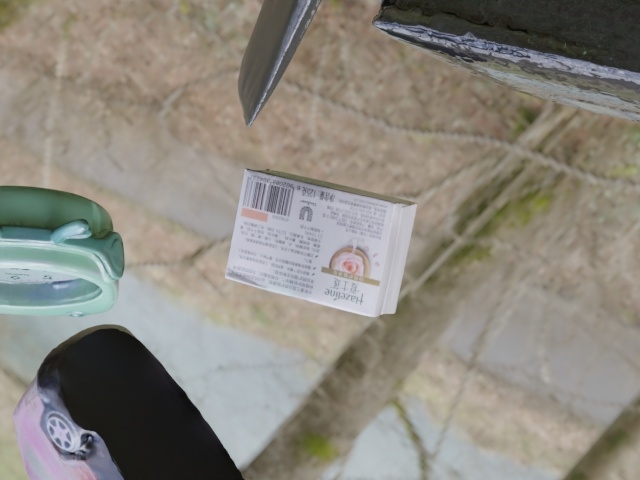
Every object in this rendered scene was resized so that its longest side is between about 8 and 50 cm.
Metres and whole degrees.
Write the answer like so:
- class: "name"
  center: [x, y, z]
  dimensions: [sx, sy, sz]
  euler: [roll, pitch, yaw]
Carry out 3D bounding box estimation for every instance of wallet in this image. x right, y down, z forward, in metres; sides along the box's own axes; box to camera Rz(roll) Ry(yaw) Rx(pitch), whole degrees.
- class: "wallet"
  center: [-0.037, -0.256, 1.758]
  dimensions: [0.052, 0.245, 0.168]
  euler: [19, -157, -15]

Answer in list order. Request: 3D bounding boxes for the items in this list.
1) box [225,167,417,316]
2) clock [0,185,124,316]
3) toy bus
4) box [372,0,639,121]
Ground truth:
- class: "box"
  center: [0.000, 0.000, 1.790]
  dimensions: [0.199, 0.135, 0.081]
  euler: [15, -172, 24]
- class: "clock"
  center: [-0.223, 0.006, 1.163]
  dimensions: [0.159, 0.066, 0.211]
  euler: [4, 164, -15]
- class: "toy bus"
  center: [-0.163, 0.231, 1.443]
  dimensions: [0.302, 0.127, 0.147]
  euler: [53, 138, 4]
- class: "box"
  center: [0.258, -0.156, 1.354]
  dimensions: [0.350, 0.091, 0.359]
  euler: [16, -178, 31]
